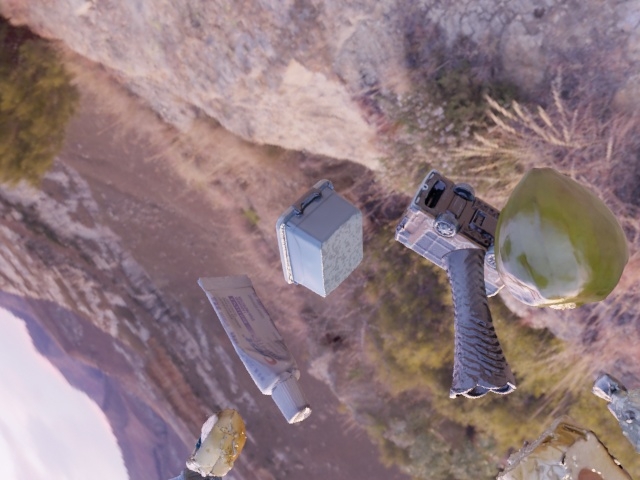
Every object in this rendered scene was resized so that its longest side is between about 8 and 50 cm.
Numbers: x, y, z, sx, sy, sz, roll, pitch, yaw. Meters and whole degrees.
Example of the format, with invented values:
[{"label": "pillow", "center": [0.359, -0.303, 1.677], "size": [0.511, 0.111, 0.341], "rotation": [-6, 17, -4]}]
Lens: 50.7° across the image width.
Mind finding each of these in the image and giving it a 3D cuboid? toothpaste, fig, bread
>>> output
[{"label": "toothpaste", "center": [-0.098, 0.168, 1.106], "size": [0.282, 0.068, 0.099], "rotation": [58, -175, 25]}, {"label": "fig", "center": [0.434, -0.007, 1.247], "size": [0.239, 0.240, 0.271], "rotation": [144, 117, -72]}, {"label": "bread", "center": [0.469, 0.443, 1.244], "size": [0.224, 0.183, 0.211], "rotation": [38, 168, 21]}, {"label": "bread", "center": [-0.112, 0.224, 0.744], "size": [0.053, 0.072, 0.106], "rotation": [29, 154, -6]}]

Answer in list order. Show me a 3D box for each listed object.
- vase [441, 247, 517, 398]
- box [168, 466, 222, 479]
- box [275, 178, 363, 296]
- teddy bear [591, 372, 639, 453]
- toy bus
[{"label": "vase", "center": [0.252, 0.134, 1.121], "size": [0.115, 0.116, 0.237], "rotation": [110, 156, -68]}, {"label": "box", "center": [-0.187, 0.390, 1.016], "size": [0.054, 0.074, 0.099], "rotation": [-28, 68, 35]}, {"label": "box", "center": [0.000, 0.000, 1.410], "size": [0.130, 0.162, 0.227], "rotation": [32, 150, 27]}, {"label": "teddy bear", "center": [0.693, 0.308, 1.129], "size": [0.327, 0.375, 0.362], "rotation": [40, -154, -27]}, {"label": "toy bus", "center": [0.311, -0.014, 1.482], "size": [0.275, 0.138, 0.167], "rotation": [32, 146, 2]}]
